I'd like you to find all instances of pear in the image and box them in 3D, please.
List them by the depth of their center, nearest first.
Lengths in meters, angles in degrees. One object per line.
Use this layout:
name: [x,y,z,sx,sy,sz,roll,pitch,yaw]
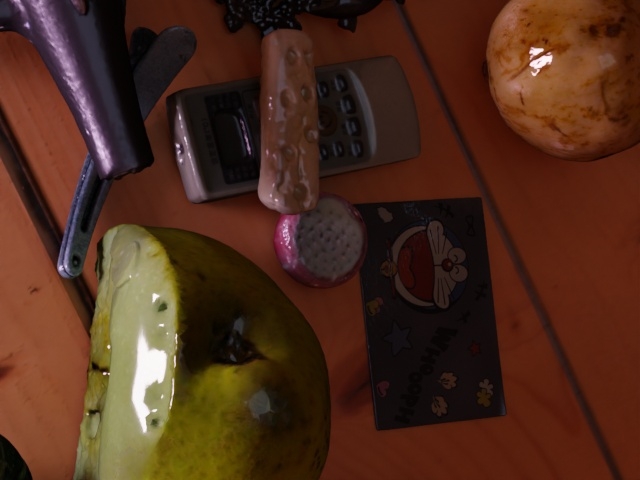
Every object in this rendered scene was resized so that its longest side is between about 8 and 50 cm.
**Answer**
pear: [-0.097,0.152,1.768,0.238,0.318,0.342,9,81,-22]

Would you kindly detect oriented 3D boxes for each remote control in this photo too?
remote control: [-0.022,-0.120,1.993,0.285,0.038,0.123,-11,88,-28]

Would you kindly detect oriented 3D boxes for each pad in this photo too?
pad: [0.121,0.077,2.061,0.170,0.006,0.245,-3,84,-28]

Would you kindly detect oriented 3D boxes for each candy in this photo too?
candy: [0.000,0.000,1.986,0.103,0.043,0.103,5,79,-29]

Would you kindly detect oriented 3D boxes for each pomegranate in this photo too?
pomegranate: [0.279,-0.190,2.079,0.215,0.215,0.215,4,81,-27]

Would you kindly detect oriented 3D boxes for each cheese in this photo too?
cheese: [-0.032,-0.122,1.945,0.065,0.043,0.194,5,78,-27]

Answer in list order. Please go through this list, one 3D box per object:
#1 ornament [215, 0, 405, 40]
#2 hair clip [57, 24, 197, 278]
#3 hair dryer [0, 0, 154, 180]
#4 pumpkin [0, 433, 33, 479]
ornament: [0.010,-0.325,2.012,0.251,0.106,0.260,8,85,-24]
hair clip: [-0.203,-0.088,1.887,0.048,0.083,0.275,29,78,-37]
hair dryer: [-0.345,-0.172,1.804,0.359,0.120,0.303,-15,84,-17]
pumpkin: [-0.339,0.244,1.728,0.167,0.125,0.167,-13,113,-32]
